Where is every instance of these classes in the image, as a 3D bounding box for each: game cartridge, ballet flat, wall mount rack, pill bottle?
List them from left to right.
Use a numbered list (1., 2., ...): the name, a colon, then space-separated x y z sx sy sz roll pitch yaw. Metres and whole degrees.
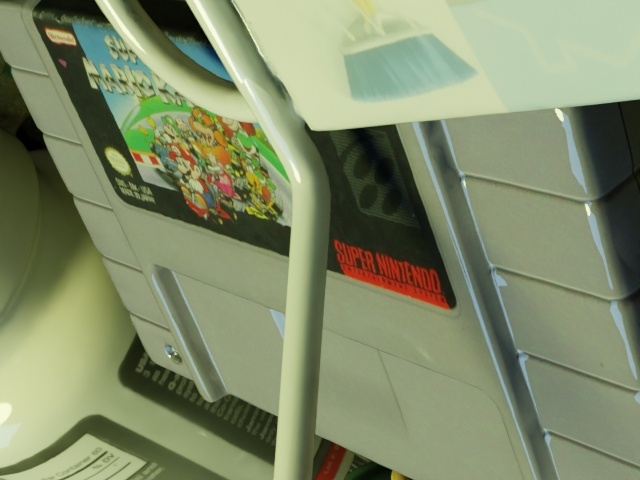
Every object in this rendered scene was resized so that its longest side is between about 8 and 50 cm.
1. ballet flat: -0.191 -0.073 0.928 0.052 0.057 0.168 22 167 0
2. pill bottle: -0.148 0.068 0.926 0.210 0.210 0.363 20 168 42
3. game cartridge: 0.000 0.000 0.583 0.355 0.068 0.230 17 142 47
4. wall mount rack: 0.014 -0.012 0.353 0.350 0.130 0.304 2 127 55

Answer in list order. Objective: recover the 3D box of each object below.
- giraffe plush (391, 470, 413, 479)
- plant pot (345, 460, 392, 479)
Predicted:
1. giraffe plush: 0.137 0.221 1.044 0.170 0.210 0.181 56 162 25
2. plant pot: 0.097 0.316 1.284 0.271 0.272 0.255 36 -178 -16
